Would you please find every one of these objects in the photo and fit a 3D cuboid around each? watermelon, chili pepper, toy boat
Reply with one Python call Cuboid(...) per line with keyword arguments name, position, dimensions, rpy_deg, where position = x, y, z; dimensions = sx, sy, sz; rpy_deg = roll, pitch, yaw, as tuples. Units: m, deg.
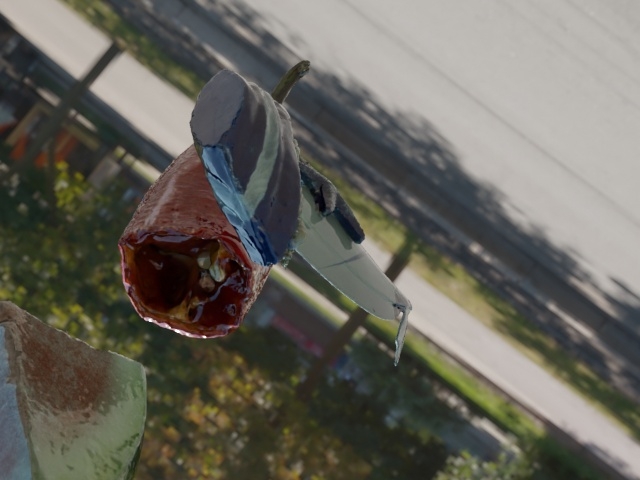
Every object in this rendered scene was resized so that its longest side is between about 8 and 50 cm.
Cuboid(name="watermelon", position=(-0.249, 0.182, 1.000), dimensions=(0.231, 0.193, 0.310), rpy_deg=(55, -163, 2))
Cuboid(name="chili pepper", position=(-0.090, -0.043, 1.206), dimensions=(0.338, 0.135, 0.131), rpy_deg=(-73, -24, -54))
Cuboid(name="toy boat", position=(-0.010, -0.026, 1.005), dimensions=(0.291, 0.070, 0.210), rpy_deg=(37, -151, -52))
